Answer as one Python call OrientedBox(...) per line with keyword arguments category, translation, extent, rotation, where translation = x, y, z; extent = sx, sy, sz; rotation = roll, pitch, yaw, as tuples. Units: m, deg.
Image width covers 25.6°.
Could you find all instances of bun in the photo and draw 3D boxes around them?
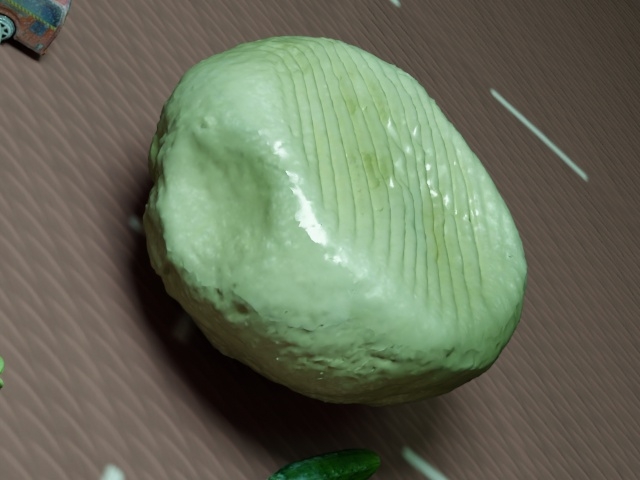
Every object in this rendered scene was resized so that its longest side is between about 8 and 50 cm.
OrientedBox(category="bun", translation=(0.000, 0.000, 1.229), extent=(0.352, 0.227, 0.349), rotation=(24, 41, -31))

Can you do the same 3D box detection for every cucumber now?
OrientedBox(category="cucumber", translation=(-0.003, 0.200, 1.204), extent=(0.155, 0.037, 0.037), rotation=(-2, 59, -52))

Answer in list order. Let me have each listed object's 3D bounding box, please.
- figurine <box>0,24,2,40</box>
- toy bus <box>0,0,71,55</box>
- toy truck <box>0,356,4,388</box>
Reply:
OrientedBox(category="figurine", translation=(-0.327, -0.163, 1.102), extent=(0.126, 0.147, 0.192), rotation=(32, 13, 6))
OrientedBox(category="toy bus", translation=(-0.307, -0.241, 1.242), extent=(0.192, 0.077, 0.065), rotation=(29, 40, -28))
OrientedBox(category="toy truck", translation=(-0.268, 0.114, 0.911), extent=(0.077, 0.100, 0.169), rotation=(46, 34, -10))
